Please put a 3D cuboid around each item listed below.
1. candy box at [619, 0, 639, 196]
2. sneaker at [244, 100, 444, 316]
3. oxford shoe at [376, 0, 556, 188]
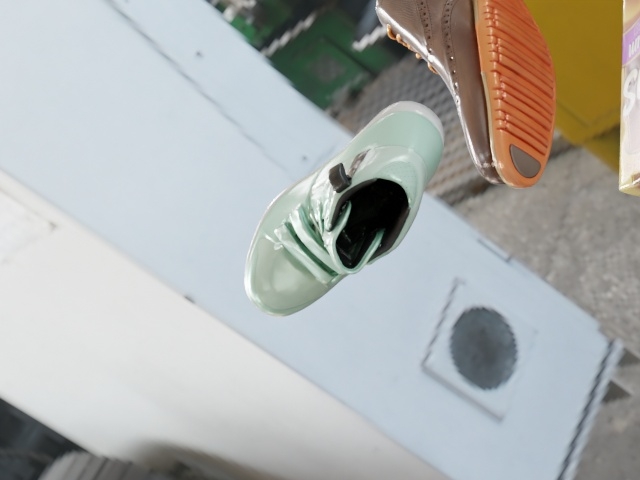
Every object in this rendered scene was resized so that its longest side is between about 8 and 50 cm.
[{"bbox_3d":[0.229,-0.127,0.847,0.109,0.053,0.186,144,131,-71],"label":"candy box"},{"bbox_3d":[0.000,-0.001,1.199,0.256,0.094,0.151,-48,8,31],"label":"sneaker"},{"bbox_3d":[0.135,-0.200,1.357,0.133,0.130,0.363,-23,59,29],"label":"oxford shoe"}]
